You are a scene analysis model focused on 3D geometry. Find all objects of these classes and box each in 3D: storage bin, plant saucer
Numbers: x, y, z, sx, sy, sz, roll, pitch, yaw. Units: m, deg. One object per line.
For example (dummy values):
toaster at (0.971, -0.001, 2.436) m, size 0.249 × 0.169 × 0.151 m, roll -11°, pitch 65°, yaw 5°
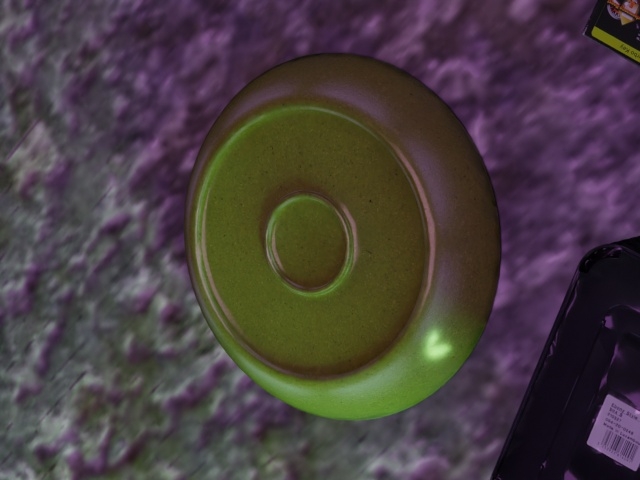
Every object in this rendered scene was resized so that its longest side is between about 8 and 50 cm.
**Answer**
storage bin at (0.187, 0.097, 0.935) m, size 0.122 × 0.084 × 0.180 m, roll 29°, pitch 110°, yaw 26°
plant saucer at (0.000, 0.000, 1.071) m, size 0.241 × 0.037 × 0.240 m, roll 4°, pitch 97°, yaw 32°

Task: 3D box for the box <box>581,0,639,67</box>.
box at (0.261, -0.146, 0.882) m, size 0.191 × 0.045 × 0.184 m, roll 33°, pitch 115°, yaw 24°
